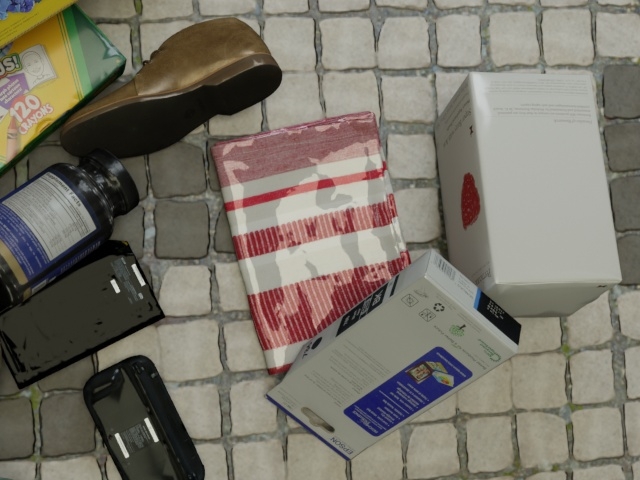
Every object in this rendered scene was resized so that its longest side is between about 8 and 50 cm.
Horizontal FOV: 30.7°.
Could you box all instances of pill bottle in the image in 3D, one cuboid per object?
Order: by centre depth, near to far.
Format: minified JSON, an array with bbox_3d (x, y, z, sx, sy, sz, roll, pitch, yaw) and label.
[{"bbox_3d":[-0.344,-0.022,1.486,0.219,0.123,0.122,-39,95,-28],"label":"pill bottle"}]

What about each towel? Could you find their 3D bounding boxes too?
[{"bbox_3d":[0.000,0.000,1.613,0.237,0.037,0.329,-14,90,-11],"label":"towel"}]

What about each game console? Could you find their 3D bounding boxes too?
[{"bbox_3d":[-0.282,0.191,1.546,0.213,0.044,0.361,-26,92,-10],"label":"game console"}]

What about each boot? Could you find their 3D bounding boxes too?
[{"bbox_3d":[-0.212,-0.204,1.565,0.305,0.112,0.115,-23,64,-9],"label":"boot"}]

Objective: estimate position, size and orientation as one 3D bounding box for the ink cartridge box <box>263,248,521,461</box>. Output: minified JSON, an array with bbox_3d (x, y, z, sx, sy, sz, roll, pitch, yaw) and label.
[{"bbox_3d":[0.089,0.158,1.530,0.165,0.333,0.065,40,36,-15],"label":"ink cartridge box"}]

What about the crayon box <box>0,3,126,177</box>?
[{"bbox_3d":[-0.411,-0.200,1.516,0.278,0.081,0.165,-43,95,-10],"label":"crayon box"}]

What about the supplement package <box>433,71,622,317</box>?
[{"bbox_3d":[0.270,-0.057,1.562,0.175,0.177,0.292,0,71,-12],"label":"supplement package"}]

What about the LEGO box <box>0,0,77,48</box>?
[{"bbox_3d":[-0.374,-0.464,1.343,0.500,0.193,0.372,-36,138,-14],"label":"LEGO box"}]

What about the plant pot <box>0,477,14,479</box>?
[{"bbox_3d":[-0.500,0.410,1.391,0.196,0.293,0.293,9,85,15],"label":"plant pot"}]
